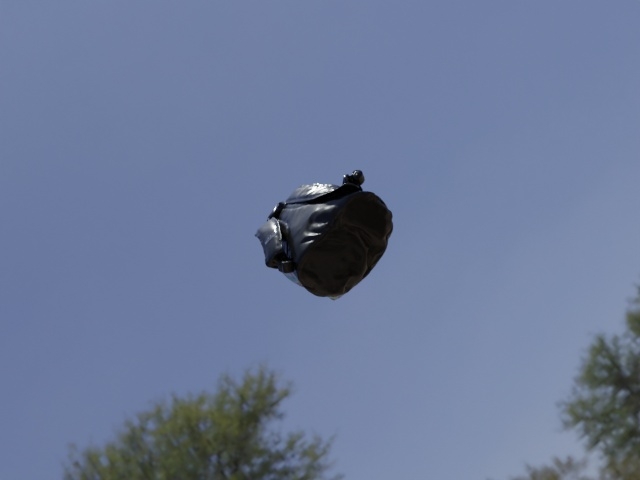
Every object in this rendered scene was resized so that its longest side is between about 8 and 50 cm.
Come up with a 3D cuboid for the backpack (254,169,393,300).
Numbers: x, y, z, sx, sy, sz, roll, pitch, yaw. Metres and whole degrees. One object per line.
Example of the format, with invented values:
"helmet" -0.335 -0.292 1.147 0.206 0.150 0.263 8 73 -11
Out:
"backpack" 0.000 0.000 1.245 0.152 0.115 0.182 -45 19 -11
